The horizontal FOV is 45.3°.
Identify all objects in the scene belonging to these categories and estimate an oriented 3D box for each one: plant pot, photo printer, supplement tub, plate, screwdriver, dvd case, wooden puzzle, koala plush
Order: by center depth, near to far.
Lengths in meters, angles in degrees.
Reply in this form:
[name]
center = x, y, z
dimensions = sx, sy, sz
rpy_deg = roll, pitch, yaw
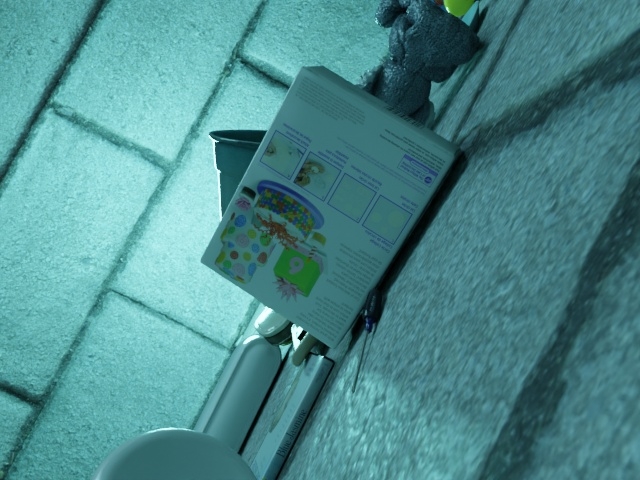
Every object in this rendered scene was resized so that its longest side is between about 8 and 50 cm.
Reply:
[screwdriver]
center = 0.061, 0.130, 0.999
dimensions = 0.024, 0.025, 0.169
rpy_deg = 124, 164, -45
[supplement tub]
center = -0.229, 0.424, 1.033
dimensions = 0.324, 0.235, 0.235
rpy_deg = -58, 6, 42
[dvd case]
center = -0.057, 0.296, 1.225
dimensions = 0.253, 0.022, 0.180
rpy_deg = -63, 5, -9
[wooden puzzle]
center = 0.010, 0.099, 1.376
dimensions = 0.221, 0.044, 0.238
rpy_deg = -55, 5, 6
[koala plush]
center = 0.165, -0.314, 1.397
dimensions = 0.221, 0.196, 0.203
rpy_deg = -57, 20, 13
[plate]
center = 0.283, -0.404, 1.582
dimensions = 0.188, 0.024, 0.188
rpy_deg = -61, 4, 8
[photo printer]
center = -0.192, 0.360, 1.768
dimensions = 0.307, 0.107, 0.256
rpy_deg = -64, 5, -18
[plant pot]
center = -0.106, -0.088, 1.874
dimensions = 0.341, 0.341, 0.334
rpy_deg = -82, -4, -76

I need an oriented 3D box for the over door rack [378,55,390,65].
[over door rack]
center = 0.159, -0.290, 1.871
dimensions = 0.239, 0.108, 0.324
rpy_deg = -61, 18, 22

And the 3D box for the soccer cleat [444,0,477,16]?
[soccer cleat]
center = 0.356, -0.624, 1.670
dimensions = 0.289, 0.093, 0.121
rpy_deg = -60, 12, 23

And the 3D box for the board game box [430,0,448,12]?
[board game box]
center = 0.291, -0.579, 2.100
dimensions = 0.308, 0.086, 0.302
rpy_deg = -62, 5, -3

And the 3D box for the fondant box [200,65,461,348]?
[fondant box]
center = 0.010, -0.047, 1.094
dimensions = 0.330, 0.238, 0.096
rpy_deg = -60, -7, 19

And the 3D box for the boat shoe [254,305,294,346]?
[boat shoe]
center = -0.078, 0.177, 1.704
dimensions = 0.109, 0.091, 0.305
rpy_deg = -27, 10, 4
